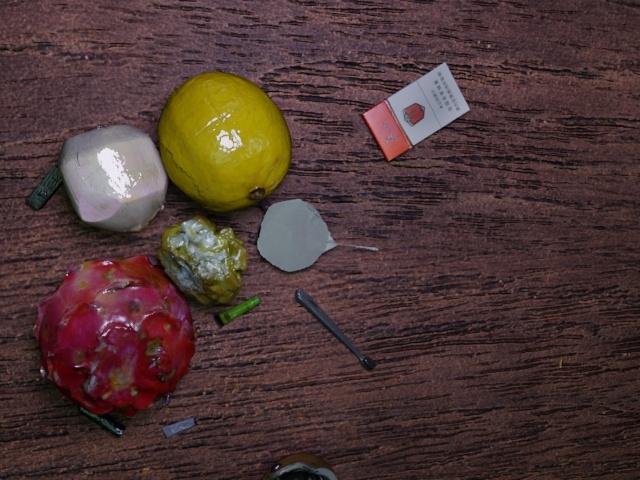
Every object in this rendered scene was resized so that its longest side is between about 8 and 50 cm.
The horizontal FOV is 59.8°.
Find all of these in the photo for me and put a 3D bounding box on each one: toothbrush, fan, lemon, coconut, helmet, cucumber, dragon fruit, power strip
[{"bbox_3d":[0.039,0.232,1.442,0.297,0.030,0.030,46,64,-11],"label":"toothbrush"},{"bbox_3d":[0.000,0.000,1.379,0.309,0.010,0.182,10,99,-15],"label":"fan"},{"bbox_3d":[-0.207,-0.210,1.203,0.296,0.297,0.297,-1,99,-8],"label":"lemon"},{"bbox_3d":[-0.442,-0.129,1.214,0.227,0.227,0.231,-19,101,-5],"label":"coconut"},{"bbox_3d":[-0.058,0.639,1.440,0.224,0.130,0.199,-23,98,6],"label":"helmet"},{"bbox_3d":[-0.548,0.443,1.383,0.133,0.032,0.032,38,92,-13],"label":"cucumber"},{"bbox_3d":[-0.466,0.229,1.266,0.370,0.249,0.387,22,97,-16],"label":"dragon fruit"},{"bbox_3d":[-0.630,-0.121,1.283,0.038,0.029,0.111,39,91,-12],"label":"power strip"}]

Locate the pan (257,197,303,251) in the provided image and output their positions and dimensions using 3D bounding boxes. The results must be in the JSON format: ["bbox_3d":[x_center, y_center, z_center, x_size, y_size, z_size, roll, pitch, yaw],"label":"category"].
[{"bbox_3d":[-0.121,-0.054,1.364,0.114,0.040,0.212,-26,109,-3],"label":"pan"}]

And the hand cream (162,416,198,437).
[{"bbox_3d":[-0.358,0.478,1.429,0.093,0.019,0.030,-21,103,2],"label":"hand cream"}]

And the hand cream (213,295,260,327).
[{"bbox_3d":[-0.208,0.176,1.399,0.121,0.023,0.036,-28,105,0],"label":"hand cream"}]

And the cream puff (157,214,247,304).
[{"bbox_3d":[-0.262,0.041,1.297,0.221,0.195,0.195,44,90,-2],"label":"cream puff"}]

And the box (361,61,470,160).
[{"bbox_3d":[0.236,-0.319,1.382,0.245,0.035,0.139,-31,102,-3],"label":"box"}]
